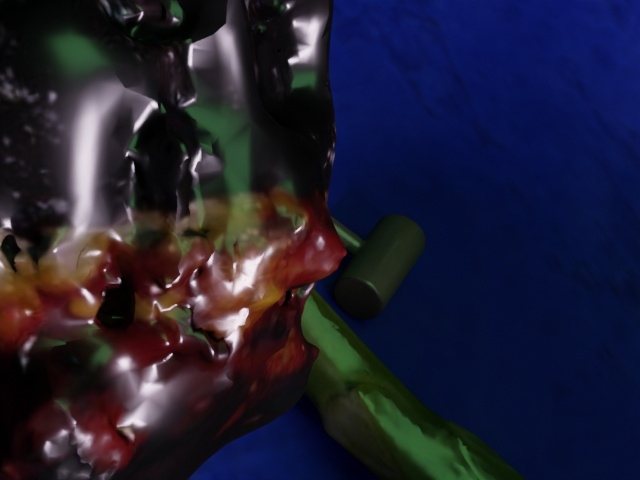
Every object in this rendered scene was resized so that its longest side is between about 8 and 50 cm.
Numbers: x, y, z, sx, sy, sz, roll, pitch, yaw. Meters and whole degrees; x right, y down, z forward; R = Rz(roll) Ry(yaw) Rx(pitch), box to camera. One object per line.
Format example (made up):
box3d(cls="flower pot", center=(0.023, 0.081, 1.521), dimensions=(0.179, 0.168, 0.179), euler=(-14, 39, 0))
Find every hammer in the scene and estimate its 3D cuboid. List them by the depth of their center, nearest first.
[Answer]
box3d(cls="hammer", center=(-0.016, -0.019, 0.608), dimensions=(0.110, 0.019, 0.035), euler=(38, 49, -2))

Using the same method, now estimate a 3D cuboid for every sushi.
box3d(cls="sushi", center=(-0.077, -0.006, 0.468), dimensions=(0.172, 0.153, 0.150), euler=(-3, 92, 5))

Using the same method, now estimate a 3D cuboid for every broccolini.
box3d(cls="broccolini", center=(-0.004, 0.003, 0.556), dimensions=(0.392, 0.074, 0.079), euler=(44, 83, 4))
